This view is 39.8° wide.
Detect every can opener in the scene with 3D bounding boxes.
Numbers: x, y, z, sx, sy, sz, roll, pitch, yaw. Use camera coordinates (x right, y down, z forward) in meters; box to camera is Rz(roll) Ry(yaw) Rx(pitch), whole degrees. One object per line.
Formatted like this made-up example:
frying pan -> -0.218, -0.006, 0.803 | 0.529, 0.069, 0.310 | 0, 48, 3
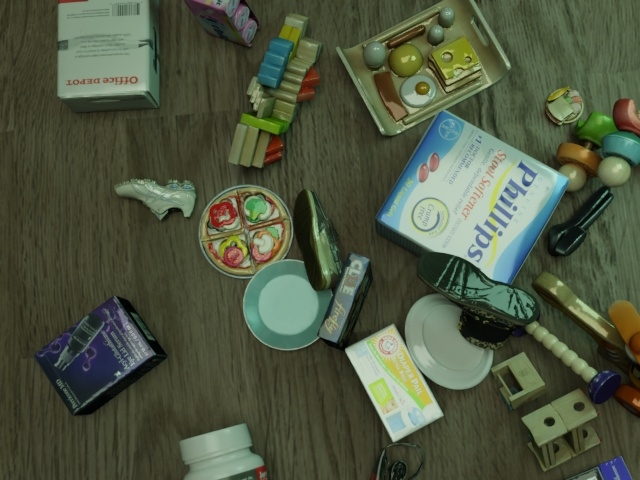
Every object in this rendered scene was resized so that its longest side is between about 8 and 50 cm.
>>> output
can opener -> 0.528, -0.036, 1.786 | 0.186, 0.059, 0.073 | -44, 53, -14

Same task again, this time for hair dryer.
hair dryer -> 0.097, 0.540, 1.709 | 0.293, 0.080, 0.223 | -24, 71, -2

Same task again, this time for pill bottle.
pill bottle -> -0.170, 0.504, 1.687 | 0.161, 0.161, 0.283 | -16, 79, 1

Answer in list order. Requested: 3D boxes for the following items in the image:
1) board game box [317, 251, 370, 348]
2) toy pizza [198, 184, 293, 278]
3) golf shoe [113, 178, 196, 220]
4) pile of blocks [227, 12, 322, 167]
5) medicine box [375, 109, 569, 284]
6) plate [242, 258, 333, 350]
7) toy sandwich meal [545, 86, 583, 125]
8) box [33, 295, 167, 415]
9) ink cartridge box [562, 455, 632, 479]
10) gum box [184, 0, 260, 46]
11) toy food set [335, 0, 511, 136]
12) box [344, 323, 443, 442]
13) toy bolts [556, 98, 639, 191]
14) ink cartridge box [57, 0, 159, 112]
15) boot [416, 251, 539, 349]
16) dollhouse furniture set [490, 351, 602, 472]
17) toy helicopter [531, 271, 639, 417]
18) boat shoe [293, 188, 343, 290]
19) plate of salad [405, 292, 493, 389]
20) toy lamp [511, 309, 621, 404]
board game box -> 0.051, 0.124, 1.695 | 0.042, 0.243, 0.165 | 20, 82, 8
toy pizza -> -0.158, -0.021, 1.845 | 0.201, 0.032, 0.201 | -1, 80, 4
golf shoe -> -0.350, -0.085, 1.857 | 0.176, 0.069, 0.086 | 3, 86, 6
pile of blocks -> -0.074, -0.307, 1.831 | 0.113, 0.149, 0.362 | 18, 81, 8
medicine box -> 0.297, -0.067, 1.759 | 0.289, 0.149, 0.263 | 30, 84, 10
plate -> -0.065, 0.132, 1.815 | 0.188, 0.024, 0.188 | -1, 80, 5
toy sandwich meal -> 0.508, -0.282, 1.841 | 0.086, 0.029, 0.085 | -1, 80, 4
box -> -0.442, 0.234, 1.784 | 0.207, 0.108, 0.153 | -38, 80, -3
ink cartridge box -> 0.528, 0.546, 1.685 | 0.208, 0.045, 0.206 | -23, 78, -1
gum box -> -0.206, -0.481, 1.857 | 0.107, 0.188, 0.062 | 22, 83, 16
toy food set -> 0.214, -0.380, 1.850 | 0.306, 0.092, 0.219 | -27, 79, 0
box -> 0.143, 0.277, 1.732 | 0.114, 0.103, 0.203 | -29, 79, 0
toy bolts -> 0.583, -0.151, 1.719 | 0.218, 0.228, 0.158 | 27, 83, 1
ink cartridge box -> -0.453, -0.421, 1.899 | 0.197, 0.114, 0.272 | -3, 79, 3
boot -> 0.273, 0.122, 1.665 | 0.236, 0.178, 0.085 | 25, 62, 4
dollhouse furniture set -> 0.438, 0.320, 1.711 | 0.129, 0.129, 0.183 | -26, 49, -1
toy helicopter -> 0.545, 0.182, 1.651 | 0.355, 0.235, 0.140 | 40, 85, 10
boat shoe -> 0.001, 0.000, 1.812 | 0.073, 0.080, 0.223 | 3, 61, -30
plate of salad -> 0.251, 0.200, 1.743 | 0.200, 0.048, 0.199 | 11, 60, -20
toy lamp -> 0.444, 0.197, 1.685 | 0.080, 0.080, 0.275 | -45, 49, -4
